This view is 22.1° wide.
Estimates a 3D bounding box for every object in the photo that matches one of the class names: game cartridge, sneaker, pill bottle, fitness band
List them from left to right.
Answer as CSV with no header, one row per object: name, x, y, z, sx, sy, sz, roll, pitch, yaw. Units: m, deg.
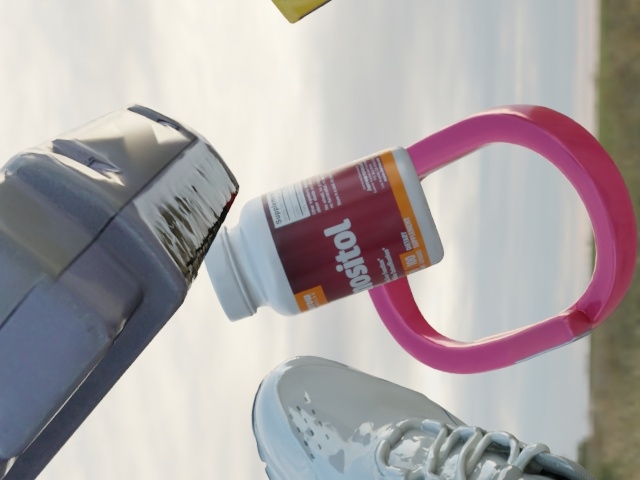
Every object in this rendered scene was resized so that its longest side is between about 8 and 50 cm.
game cartridge,-0.119,0.063,0.503,0.230,0.068,0.355,-45,5,6
pill bottle,0.000,0.000,1.102,0.086,0.152,0.086,-20,-90,-87
fitness band,0.143,0.001,1.388,0.054,0.291,0.209,-17,-95,-41
sneaker,0.095,0.143,0.894,0.111,0.297,0.129,-53,-14,-30

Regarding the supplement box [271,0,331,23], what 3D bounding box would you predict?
supplement box,0.039,-0.361,1.283,0.195,0.194,0.356,51,-146,-17
